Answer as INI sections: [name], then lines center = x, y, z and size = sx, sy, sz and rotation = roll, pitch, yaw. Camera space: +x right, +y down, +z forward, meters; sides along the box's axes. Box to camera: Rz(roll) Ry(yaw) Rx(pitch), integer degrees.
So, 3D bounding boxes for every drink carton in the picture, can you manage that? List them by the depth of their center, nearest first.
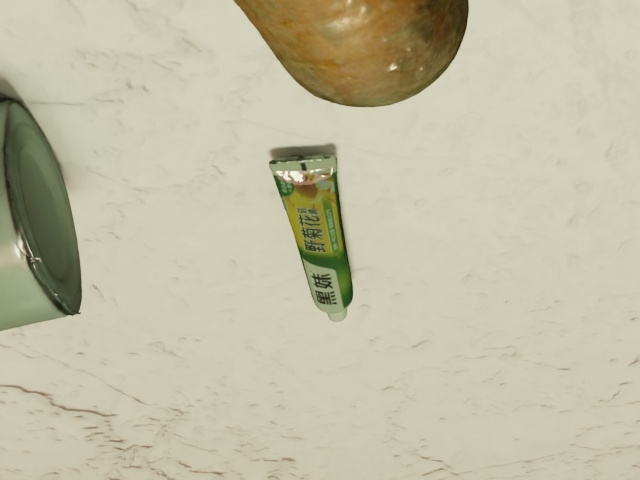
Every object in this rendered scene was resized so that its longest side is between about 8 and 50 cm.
[drink carton]
center = -0.273, -0.004, 1.269
size = 0.190, 0.185, 0.191
rotation = -16, 143, 5

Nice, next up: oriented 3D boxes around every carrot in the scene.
[carrot]
center = -0.016, -0.192, 0.994
size = 0.139, 0.138, 0.302
rotation = -15, 144, 22

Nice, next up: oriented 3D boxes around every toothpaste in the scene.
[toothpaste]
center = 0.000, 0.000, 1.382
size = 0.049, 0.031, 0.204
rotation = -4, 144, 6
